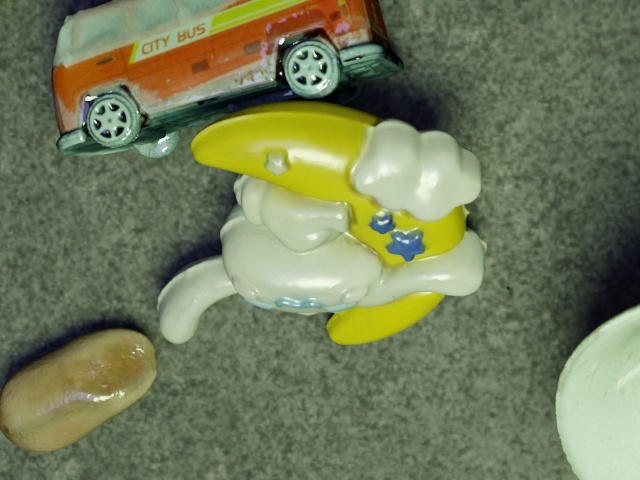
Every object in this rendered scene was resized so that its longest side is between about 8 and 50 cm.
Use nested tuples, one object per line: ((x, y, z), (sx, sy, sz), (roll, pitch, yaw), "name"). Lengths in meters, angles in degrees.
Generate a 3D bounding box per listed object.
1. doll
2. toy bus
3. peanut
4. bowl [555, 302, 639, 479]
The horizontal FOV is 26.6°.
((0.000, 0.000, 1.006), (0.252, 0.111, 0.237), (2, 140, -2), "doll")
((-0.080, -0.141, 1.022), (0.265, 0.121, 0.120), (-14, 88, 13), "toy bus")
((-0.199, 0.121, 1.106), (0.152, 0.076, 0.076), (-29, 93, 15), "peanut")
((0.393, 0.109, 0.901), (0.434, 0.435, 0.196), (31, 60, 4), "bowl")
